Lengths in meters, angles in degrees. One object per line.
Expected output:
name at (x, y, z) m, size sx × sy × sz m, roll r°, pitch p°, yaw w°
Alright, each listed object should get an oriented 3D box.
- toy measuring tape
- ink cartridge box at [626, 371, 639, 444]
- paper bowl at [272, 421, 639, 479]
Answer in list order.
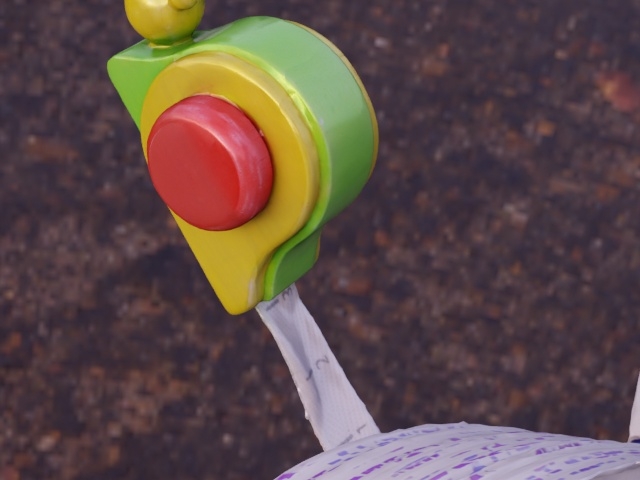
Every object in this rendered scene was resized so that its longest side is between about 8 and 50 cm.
toy measuring tape at (0.000, 0.000, 0.984) m, size 0.121 × 0.121 × 0.330 m, roll -35°, pitch 100°, yaw -43°
ink cartridge box at (0.224, -0.029, 0.707) m, size 0.175 × 0.371 × 0.069 m, roll 0°, pitch 26°, yaw -18°
paper bowl at (0.068, 0.189, 0.454) m, size 0.284 × 0.284 × 0.148 m, roll -28°, pitch 18°, yaw -39°
